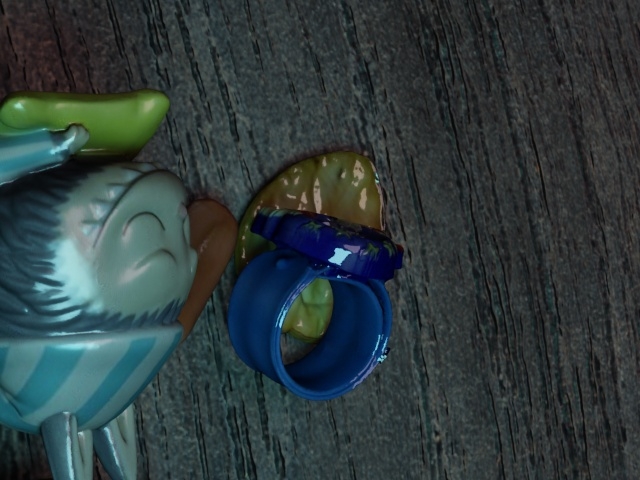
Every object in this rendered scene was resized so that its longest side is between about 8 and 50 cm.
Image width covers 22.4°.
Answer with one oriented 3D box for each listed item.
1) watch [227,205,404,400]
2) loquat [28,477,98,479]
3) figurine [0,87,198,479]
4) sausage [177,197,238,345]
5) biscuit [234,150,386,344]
[{"bbox_3d":[-0.002,0.072,1.820,0.196,0.171,0.200,18,93,-30],"label":"watch"},{"bbox_3d":[-0.249,0.366,1.581,0.283,0.276,0.276,17,71,-6],"label":"loquat"},{"bbox_3d":[-0.278,0.073,1.485,0.361,0.266,0.378,-9,72,-20],"label":"figurine"},{"bbox_3d":[-0.151,0.038,1.803,0.077,0.077,0.194,39,61,-23],"label":"sausage"},{"bbox_3d":[-0.002,0.001,1.934,0.203,0.041,0.260,40,62,-20],"label":"biscuit"}]
